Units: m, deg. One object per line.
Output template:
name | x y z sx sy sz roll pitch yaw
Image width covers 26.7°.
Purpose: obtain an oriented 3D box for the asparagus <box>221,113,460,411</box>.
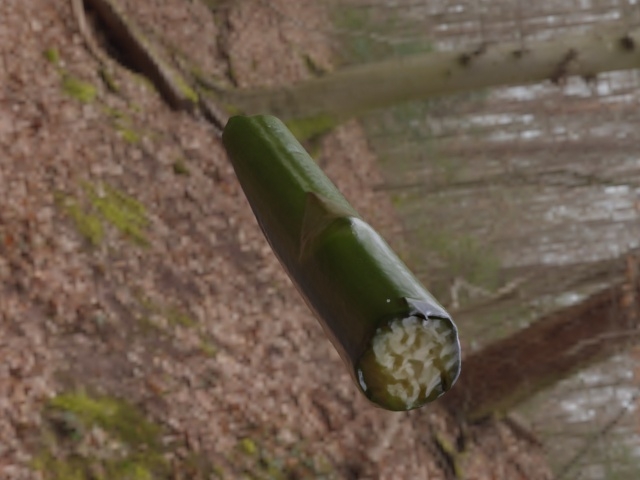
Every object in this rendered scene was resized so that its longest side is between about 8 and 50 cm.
asparagus | 0.000 0.000 0.527 0.045 0.041 0.178 54 0 -37
